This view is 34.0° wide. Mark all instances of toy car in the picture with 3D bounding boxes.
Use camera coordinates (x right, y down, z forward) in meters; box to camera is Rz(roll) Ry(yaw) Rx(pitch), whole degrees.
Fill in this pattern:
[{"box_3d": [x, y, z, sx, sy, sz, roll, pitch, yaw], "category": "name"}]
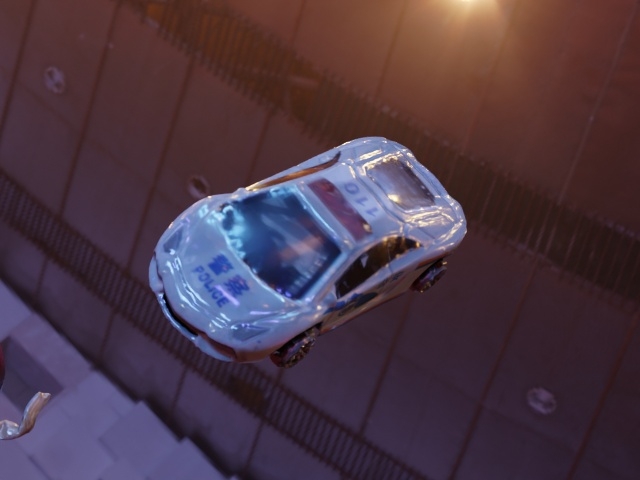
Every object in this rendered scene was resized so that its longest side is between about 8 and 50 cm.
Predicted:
[{"box_3d": [0.000, 0.000, 0.561, 0.095, 0.205, 0.056, 50, -48, 16], "category": "toy car"}]

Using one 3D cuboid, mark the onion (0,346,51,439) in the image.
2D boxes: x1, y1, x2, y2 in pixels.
[{"box_3d": [-0.336, 0.137, 0.871, 0.153, 0.177, 0.177, 48, -44, 3], "category": "onion"}]
